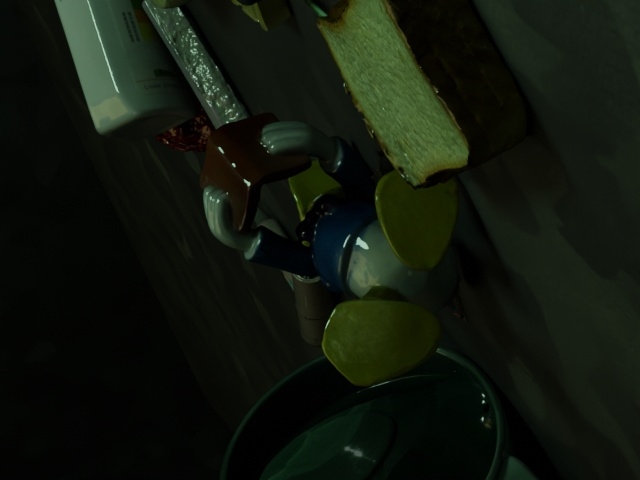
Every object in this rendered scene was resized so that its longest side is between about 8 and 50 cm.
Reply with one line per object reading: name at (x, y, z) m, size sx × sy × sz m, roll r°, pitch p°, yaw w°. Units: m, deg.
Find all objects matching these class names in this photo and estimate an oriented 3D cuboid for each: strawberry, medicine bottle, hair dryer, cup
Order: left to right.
medicine bottle at (-0.269, -0.287, 2.207) m, size 0.161 × 0.111 × 0.296 m, roll -3°, pitch -109°, yaw -59°
strawberry at (-0.201, -0.175, 2.345) m, size 0.228 × 0.098 × 0.174 m, roll 53°, pitch 166°, yaw 36°
hair dryer at (-0.042, 0.013, 2.276) m, size 0.195 × 0.053 × 0.220 m, roll 85°, pitch 160°, yaw -61°
cup at (0.115, 0.356, 1.792) m, size 0.401 × 0.310 × 0.392 m, roll 50°, pitch 170°, yaw 49°

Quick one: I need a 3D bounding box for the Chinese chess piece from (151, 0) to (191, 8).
Chinese chess piece at (-0.195, -0.358, 1.921) m, size 0.188 × 0.083 × 0.188 m, roll 54°, pitch 166°, yaw 20°

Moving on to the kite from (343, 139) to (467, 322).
kite at (0.084, -0.011, 1.721) m, size 0.234 × 0.016 × 0.321 m, roll 58°, pitch 168°, yaw 12°

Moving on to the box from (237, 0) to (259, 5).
box at (-0.089, -0.329, 1.514) m, size 0.160 × 0.050 × 0.230 m, roll 48°, pitch 159°, yaw 14°

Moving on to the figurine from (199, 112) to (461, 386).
figurine at (0.000, 0.000, 1.638) m, size 0.283 × 0.204 × 0.338 m, roll 31°, pitch 177°, yaw 1°

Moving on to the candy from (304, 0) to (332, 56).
candy at (0.013, -0.198, 1.547) m, size 0.185 × 0.049 × 0.055 m, roll -127°, pitch 42°, yaw -60°

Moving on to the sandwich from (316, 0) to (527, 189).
sandwich at (0.077, -0.135, 1.333) m, size 0.186 × 0.065 × 0.214 m, roll 60°, pitch 168°, yaw 2°

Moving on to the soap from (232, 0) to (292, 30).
soap at (-0.096, -0.334, 1.666) m, size 0.092 × 0.037 × 0.252 m, roll 44°, pitch 160°, yaw 50°

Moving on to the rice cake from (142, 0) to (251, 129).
rice cake at (-0.150, -0.213, 2.157) m, size 0.270 × 0.049 × 0.055 m, roll 59°, pitch -178°, yaw 3°
